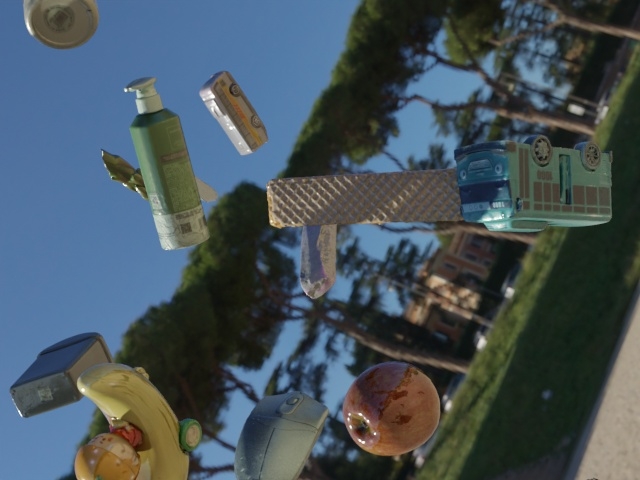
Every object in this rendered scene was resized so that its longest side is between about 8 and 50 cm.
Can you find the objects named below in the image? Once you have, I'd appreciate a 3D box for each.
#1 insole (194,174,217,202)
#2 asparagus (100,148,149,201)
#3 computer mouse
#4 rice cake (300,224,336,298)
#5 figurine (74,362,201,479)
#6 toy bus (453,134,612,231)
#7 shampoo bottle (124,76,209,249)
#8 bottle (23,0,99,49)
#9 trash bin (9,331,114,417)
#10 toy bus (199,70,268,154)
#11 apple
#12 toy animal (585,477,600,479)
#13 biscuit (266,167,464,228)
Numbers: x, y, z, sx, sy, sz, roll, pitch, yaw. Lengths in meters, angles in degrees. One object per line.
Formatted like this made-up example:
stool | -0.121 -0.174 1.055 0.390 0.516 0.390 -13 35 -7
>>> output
insole | -0.335 -0.157 2.263 0.065 0.197 0.004 -51 -5 -45
asparagus | -0.502 -0.162 2.554 0.287 0.080 0.080 28 -97 -32
computer mouse | -0.057 0.283 1.361 0.229 0.113 0.068 -62 -22 -56
rice cake | 0.000 0.001 2.081 0.070 0.064 0.399 -37 24 21
figurine | -0.336 0.352 1.594 0.222 0.124 0.325 -57 -43 -39
toy bus | 0.341 -0.087 1.463 0.256 0.128 0.147 0 -94 -36
shampoo bottle | -0.186 -0.092 1.093 0.065 0.065 0.205 -41 -57 -59
bottle | -0.440 -0.434 1.540 0.253 0.120 0.120 -110 20 -43
trash bin | -0.583 0.301 2.099 0.236 0.176 0.101 -66 -43 -71
toy bus | -0.176 -0.258 1.873 0.072 0.057 0.172 -49 -65 -32
apple | 0.141 0.343 1.865 0.174 0.188 0.188 -23 -41 -35
toy animal | 0.352 0.429 1.369 0.186 0.214 0.094 47 -146 -49
biscuit | 0.088 -0.073 1.607 0.054 0.378 0.094 -19 -73 -72
